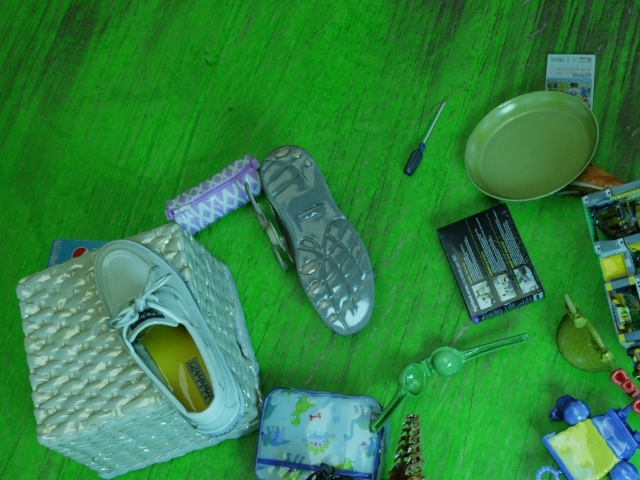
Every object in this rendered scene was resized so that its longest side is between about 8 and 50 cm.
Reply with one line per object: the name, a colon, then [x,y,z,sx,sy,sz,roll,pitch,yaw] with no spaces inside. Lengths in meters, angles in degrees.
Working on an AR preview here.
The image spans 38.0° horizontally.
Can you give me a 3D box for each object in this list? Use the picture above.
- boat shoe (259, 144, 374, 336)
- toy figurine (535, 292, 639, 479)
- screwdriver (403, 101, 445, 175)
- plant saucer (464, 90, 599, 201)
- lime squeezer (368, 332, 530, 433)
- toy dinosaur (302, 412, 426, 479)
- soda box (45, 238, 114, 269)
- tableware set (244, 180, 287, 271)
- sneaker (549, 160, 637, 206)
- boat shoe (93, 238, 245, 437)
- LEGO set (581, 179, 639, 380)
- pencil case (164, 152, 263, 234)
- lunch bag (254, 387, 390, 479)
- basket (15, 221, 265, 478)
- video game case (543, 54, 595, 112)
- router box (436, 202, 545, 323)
boat shoe: [0.000,0.000,1.668,0.132,0.130,0.356,-20,83,-4]
toy figurine: [0.402,0.290,1.424,0.217,0.191,0.363,-38,61,11]
screwdriver: [0.199,-0.195,1.748,0.024,0.025,0.170,22,77,21]
plant saucer: [0.376,-0.161,1.654,0.240,0.037,0.241,-15,52,20]
lime squeezer: [0.195,0.216,1.546,0.310,0.110,0.059,-27,89,-14]
toy dinosaur: [0.078,0.420,1.429,0.164,0.218,0.322,-4,77,53]
soda box: [-0.412,0.043,1.782,0.210,0.071,0.067,3,69,15]
tableware set: [-0.096,-0.025,1.691,0.020,0.141,0.169,-26,66,-6]
sneaker: [0.485,-0.105,1.620,0.175,0.064,0.067,17,69,18]
boat shoe: [-0.249,0.124,1.373,0.135,0.156,0.367,-33,65,-2]
LEGO set: [0.550,0.042,1.443,0.192,0.255,0.331,-18,57,25]
pencil case: [-0.200,-0.087,1.771,0.206,0.088,0.086,-32,67,-1]
lunch bag: [0.004,0.343,1.553,0.218,0.090,0.176,6,73,17]
basket: [-0.302,0.191,1.593,0.331,0.266,0.328,-19,65,4]
video game case: [0.463,-0.291,1.726,0.087,0.011,0.122,4,70,15]
router box: [0.295,0.038,1.620,0.133,0.046,0.179,-21,65,6]
